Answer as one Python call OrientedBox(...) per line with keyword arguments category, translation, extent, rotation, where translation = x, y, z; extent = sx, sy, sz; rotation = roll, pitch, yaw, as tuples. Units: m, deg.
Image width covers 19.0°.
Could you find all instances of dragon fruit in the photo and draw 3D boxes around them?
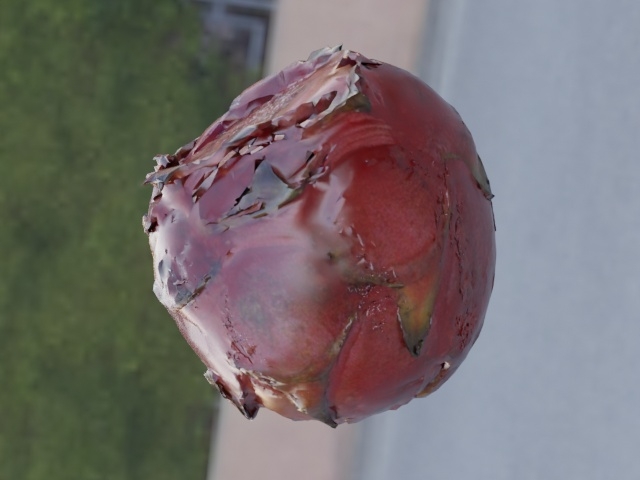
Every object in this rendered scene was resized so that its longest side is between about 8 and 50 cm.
OrientedBox(category="dragon fruit", translation=(0.000, 0.000, 1.572), extent=(0.295, 0.295, 0.301), rotation=(-108, 5, -66))
